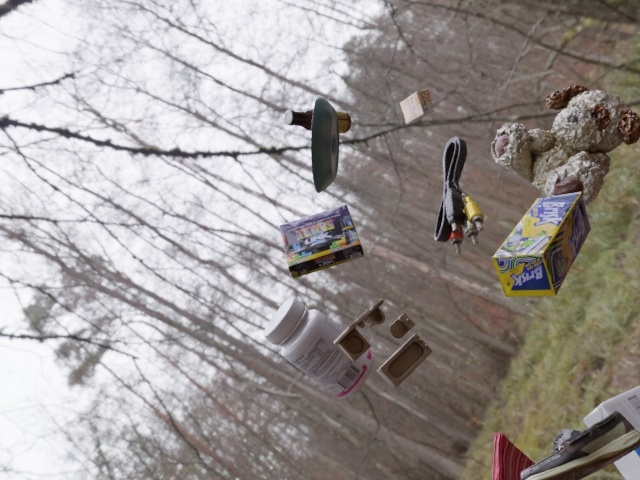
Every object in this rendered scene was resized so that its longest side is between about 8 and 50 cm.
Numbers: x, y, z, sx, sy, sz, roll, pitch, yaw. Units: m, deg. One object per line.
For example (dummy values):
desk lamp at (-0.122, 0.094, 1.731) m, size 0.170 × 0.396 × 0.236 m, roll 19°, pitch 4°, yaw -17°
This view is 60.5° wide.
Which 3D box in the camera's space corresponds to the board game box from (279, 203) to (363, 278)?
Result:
board game box at (0.000, 0.000, 1.266) m, size 0.171 × 0.141 × 0.048 m, roll -18°, pitch -44°, yaw 1°

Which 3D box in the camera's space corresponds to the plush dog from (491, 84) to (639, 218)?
plush dog at (0.518, -0.191, 1.100) m, size 0.211 × 0.262 × 0.225 m, roll 16°, pitch -66°, yaw -38°

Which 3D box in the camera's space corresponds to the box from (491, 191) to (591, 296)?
box at (0.265, 0.001, 0.646) m, size 0.169 × 0.059 × 0.054 m, roll -39°, pitch -67°, yaw -44°

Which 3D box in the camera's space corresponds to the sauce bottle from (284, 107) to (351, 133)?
sauce bottle at (-0.005, -0.210, 0.954) m, size 0.128 × 0.042 × 0.042 m, roll -2°, pitch -59°, yaw -38°

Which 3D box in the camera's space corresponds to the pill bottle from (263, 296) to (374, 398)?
pill bottle at (-0.006, 0.291, 1.508) m, size 0.160 × 0.283 × 0.160 m, roll -49°, pitch 9°, yaw 10°

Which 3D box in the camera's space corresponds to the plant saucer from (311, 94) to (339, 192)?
plant saucer at (0.008, -0.118, 0.677) m, size 0.119 × 0.021 × 0.119 m, roll 2°, pitch -90°, yaw -81°

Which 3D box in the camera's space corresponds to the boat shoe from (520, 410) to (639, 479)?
boat shoe at (0.288, 0.239, 0.621) m, size 0.152 × 0.049 × 0.056 m, roll -15°, pitch -43°, yaw -13°

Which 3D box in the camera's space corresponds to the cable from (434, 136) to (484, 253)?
cable at (0.319, -0.103, 1.280) m, size 0.139 × 0.072 × 0.287 m, roll 124°, pitch 158°, yaw -52°

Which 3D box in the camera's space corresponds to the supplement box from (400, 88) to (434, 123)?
supplement box at (0.256, -0.356, 1.464) m, size 0.036 × 0.062 × 0.098 m, roll -18°, pitch 1°, yaw -19°

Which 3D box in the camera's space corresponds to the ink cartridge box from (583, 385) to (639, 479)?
ink cartridge box at (0.594, 0.309, 0.935) m, size 0.231 × 0.134 × 0.078 m, roll -17°, pitch -36°, yaw -15°

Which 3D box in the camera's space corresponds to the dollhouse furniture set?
dollhouse furniture set at (0.140, 0.200, 1.095) m, size 0.144 × 0.151 × 0.123 m, roll -38°, pitch -12°, yaw -24°

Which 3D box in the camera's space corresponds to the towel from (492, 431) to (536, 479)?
towel at (0.510, 0.624, 1.358) m, size 0.031 × 0.275 × 0.198 m, roll -28°, pitch 30°, yaw 41°
